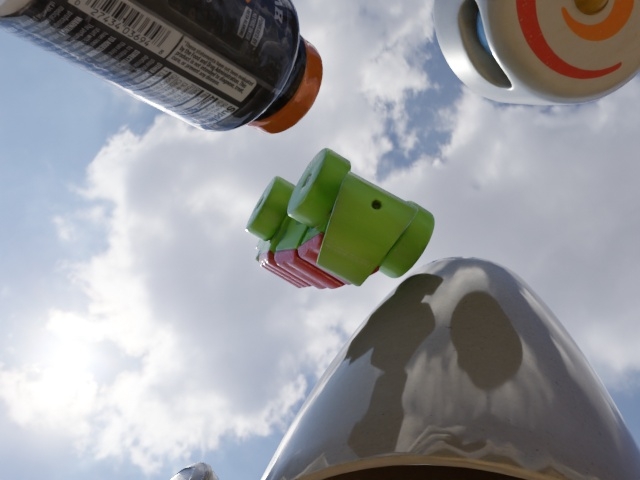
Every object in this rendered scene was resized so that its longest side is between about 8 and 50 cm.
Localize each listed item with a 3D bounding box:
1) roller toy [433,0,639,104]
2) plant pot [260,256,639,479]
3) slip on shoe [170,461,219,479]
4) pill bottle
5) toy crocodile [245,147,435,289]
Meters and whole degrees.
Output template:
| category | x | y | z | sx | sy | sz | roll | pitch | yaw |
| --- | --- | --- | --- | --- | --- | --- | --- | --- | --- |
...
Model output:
| category | x | y | z | sx | sy | sz | roll | pitch | yaw |
| --- | --- | --- | --- | --- | --- | --- | --- | --- | --- |
| roller toy | 0.220 | -0.223 | 0.667 | 0.210 | 0.146 | 0.191 | 13 | -82 | -18 |
| plant pot | 0.096 | 0.137 | 0.497 | 0.257 | 0.274 | 0.256 | 6 | -58 | 9 |
| slip on shoe | -0.096 | 0.154 | 0.390 | 0.051 | 0.135 | 0.041 | -41 | -89 | 17 |
| pill bottle | -0.104 | -0.159 | 0.509 | 0.130 | 0.130 | 0.246 | -41 | -36 | 21 |
| toy crocodile | 0.000 | 0.000 | 0.653 | 0.115 | 0.340 | 0.105 | 31 | -104 | -14 |
